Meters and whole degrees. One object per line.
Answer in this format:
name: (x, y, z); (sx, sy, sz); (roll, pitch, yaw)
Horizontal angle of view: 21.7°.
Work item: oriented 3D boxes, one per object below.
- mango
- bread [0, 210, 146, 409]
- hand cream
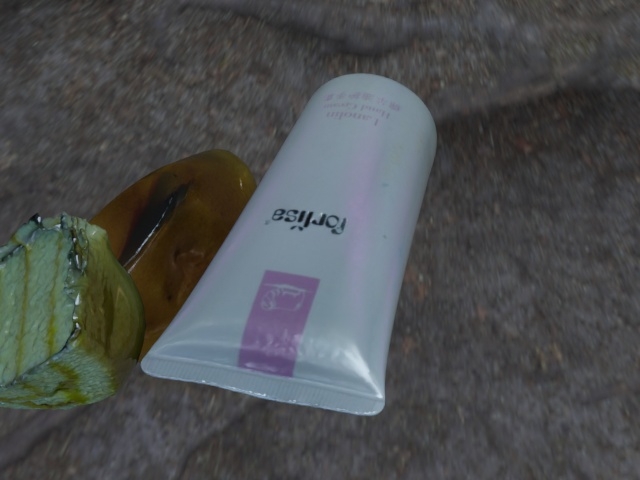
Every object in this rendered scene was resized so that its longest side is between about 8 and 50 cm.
mango: (-0.143, 0.013, 1.601); (0.236, 0.136, 0.166); (-54, 134, -20)
bread: (-0.152, 0.054, 1.014); (0.110, 0.103, 0.156); (22, 152, -37)
hand cream: (0.000, 0.000, 1.342); (0.185, 0.359, 0.118); (11, 130, 11)
